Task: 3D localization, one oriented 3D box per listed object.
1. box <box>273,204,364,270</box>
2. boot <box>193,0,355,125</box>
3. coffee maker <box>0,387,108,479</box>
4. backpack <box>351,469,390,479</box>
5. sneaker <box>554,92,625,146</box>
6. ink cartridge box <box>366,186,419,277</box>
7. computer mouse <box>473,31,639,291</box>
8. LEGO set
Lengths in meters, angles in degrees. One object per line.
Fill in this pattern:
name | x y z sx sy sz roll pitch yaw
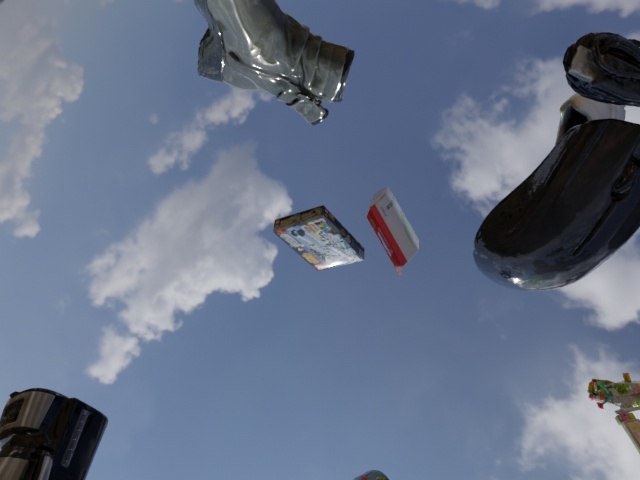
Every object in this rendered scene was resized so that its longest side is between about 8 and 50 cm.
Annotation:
box | 0.000 0.000 0.820 0.093 0.137 0.027 -15 -128 28
boot | -0.034 -0.212 0.499 0.246 0.161 0.084 131 -22 -72
coffee maker | -0.339 0.298 0.612 0.120 0.171 0.178 -9 -142 7
backpack | 0.064 0.463 0.800 0.173 0.116 0.158 -59 -135 36
sneaker | 0.459 -0.120 0.889 0.129 0.298 0.111 -19 -165 -33
ink cartridge box | 0.191 -0.029 1.299 0.056 0.181 0.225 -28 -168 17
computer mouse | 0.252 -0.039 0.485 0.072 0.188 0.272 -91 -156 -52
LEGO set | 0.453 0.262 0.723 0.106 0.132 0.287 -9 -160 -4
